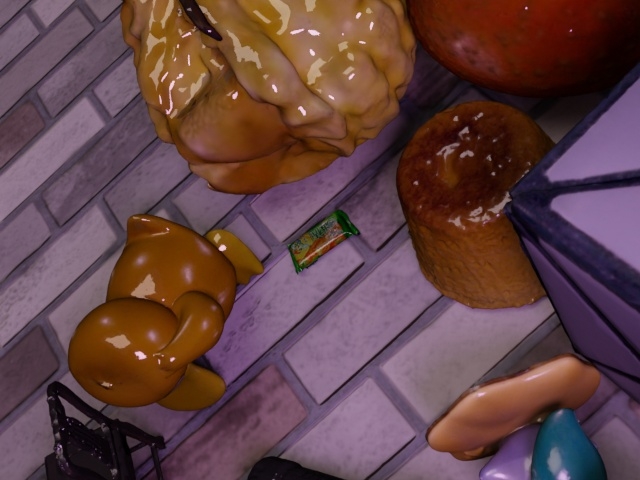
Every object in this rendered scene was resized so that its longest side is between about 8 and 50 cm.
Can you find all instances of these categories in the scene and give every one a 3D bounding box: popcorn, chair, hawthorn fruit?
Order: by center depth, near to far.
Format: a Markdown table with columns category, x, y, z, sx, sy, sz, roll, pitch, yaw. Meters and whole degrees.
| category | x | y | z | sx | sy | sz | roll | pitch | yaw |
| --- | --- | --- | --- | --- | --- | --- | --- | --- | --- |
| hawthorn fruit | 0.248 | -0.277 | 0.887 | 0.300 | 0.275 | 0.275 | 14 | 72 | 20 |
| chair | -0.247 | 0.240 | 0.897 | 0.113 | 0.229 | 0.106 | -30 | 54 | 8 |
| popcorn | -0.080 | -0.235 | 0.985 | 0.349 | 0.382 | 0.348 | -19 | 60 | 38 |

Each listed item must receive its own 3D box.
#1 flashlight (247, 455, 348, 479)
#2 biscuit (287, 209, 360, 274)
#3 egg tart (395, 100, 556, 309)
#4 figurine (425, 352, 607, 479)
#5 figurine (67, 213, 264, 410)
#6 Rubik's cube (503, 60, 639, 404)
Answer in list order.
| category | x | y | z | sx | sy | sz | roll | pitch | yaw |
| --- | --- | --- | --- | --- | --- | --- | --- | --- | --- |
| flashlight | 0.032 | 0.264 | 0.828 | 0.232 | 0.093 | 0.093 | 6 | 68 | 37 |
| biscuit | 0.000 | 0.000 | 1.022 | 0.089 | 0.016 | 0.046 | -36 | 54 | 7 |
| egg tart | 0.162 | -0.045 | 0.877 | 0.203 | 0.147 | 0.202 | -14 | 59 | 24 |
| figurine | 0.209 | 0.230 | 0.676 | 0.208 | 0.181 | 0.257 | -48 | 49 | 27 |
| figurine | -0.179 | 0.083 | 0.962 | 0.215 | 0.215 | 0.228 | -11 | 58 | 23 |
| Rubik's cube | 0.372 | 0.018 | 0.641 | 0.307 | 0.305 | 0.310 | -43 | 50 | -1 |
